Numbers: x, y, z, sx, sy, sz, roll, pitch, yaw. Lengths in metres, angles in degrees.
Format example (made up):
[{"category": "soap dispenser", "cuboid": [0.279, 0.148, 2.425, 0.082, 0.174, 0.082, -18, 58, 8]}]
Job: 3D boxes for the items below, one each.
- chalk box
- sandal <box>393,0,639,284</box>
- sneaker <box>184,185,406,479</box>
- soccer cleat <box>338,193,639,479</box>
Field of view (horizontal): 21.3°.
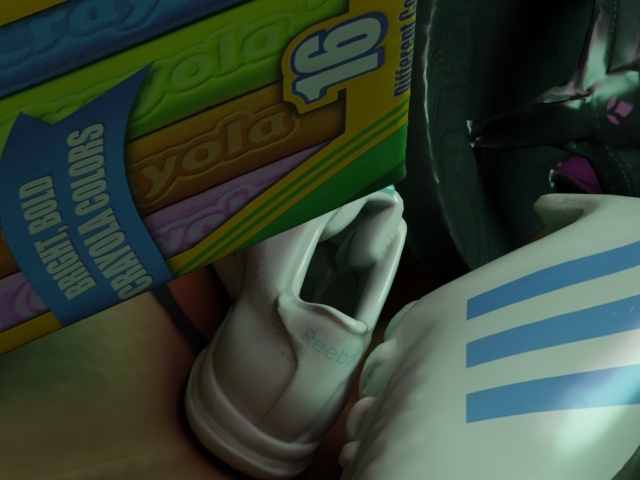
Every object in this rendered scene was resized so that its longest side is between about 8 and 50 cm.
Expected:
[{"category": "chalk box", "cuboid": [-0.135, -0.074, 0.511, 0.289, 0.179, 0.180, -23, 60, -14]}, {"category": "sandal", "cuboid": [0.143, -0.090, 0.878, 0.446, 0.107, 0.167, -26, 110, -63]}, {"category": "sneaker", "cuboid": [0.000, 0.000, 0.698, 0.080, 0.094, 0.212, 26, 31, -18]}, {"category": "soccer cleat", "cuboid": [0.053, 0.092, 0.596, 0.143, 0.116, 0.331, 18, 42, 34]}]
